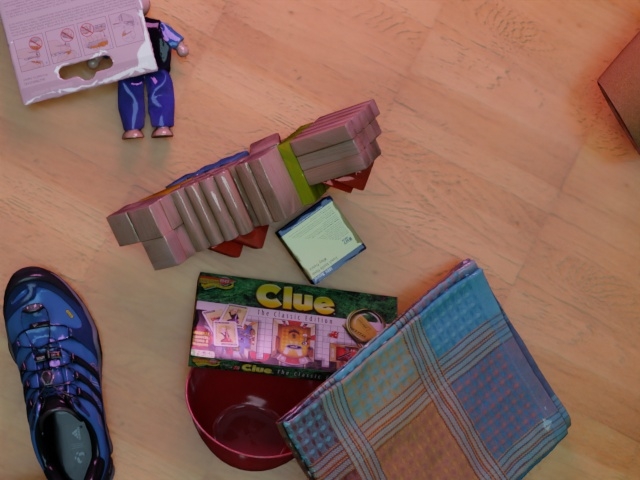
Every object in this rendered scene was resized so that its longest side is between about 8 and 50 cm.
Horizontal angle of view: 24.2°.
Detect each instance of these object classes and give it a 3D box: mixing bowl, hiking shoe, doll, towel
[{"bbox_3d":[-0.081,0.219,1.865,0.181,0.098,0.181,5,49,-6],"label":"mixing bowl"},{"bbox_3d":[-0.315,0.177,1.840,0.113,0.132,0.304,-17,92,-6],"label":"hiking shoe"},{"bbox_3d":[-0.231,-0.224,1.895,0.129,0.046,0.189,-4,90,-7],"label":"doll"},{"bbox_3d":[0.139,0.227,1.840,0.370,0.040,0.271,-37,101,-33],"label":"towel"}]

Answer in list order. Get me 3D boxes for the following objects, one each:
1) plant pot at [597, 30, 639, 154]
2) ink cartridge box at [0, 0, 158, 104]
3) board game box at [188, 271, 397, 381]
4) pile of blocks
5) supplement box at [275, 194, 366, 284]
[{"bbox_3d":[0.489,-0.220,1.895,0.254,0.237,0.237,-30,93,9],"label":"plant pot"},{"bbox_3d":[-0.311,-0.299,1.873,0.181,0.056,0.224,-14,94,3],"label":"ink cartridge box"},{"bbox_3d":[-0.031,0.113,1.884,0.260,0.030,0.136,7,46,-6],"label":"board game box"},{"bbox_3d":[-0.079,-0.054,1.873,0.362,0.149,0.112,-22,103,6],"label":"pile of blocks"},{"bbox_3d":[0.000,0.000,1.912,0.083,0.056,0.083,-36,93,-5],"label":"supplement box"}]
